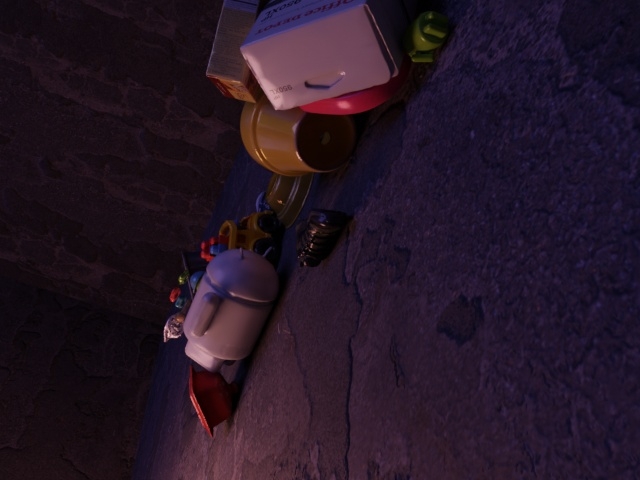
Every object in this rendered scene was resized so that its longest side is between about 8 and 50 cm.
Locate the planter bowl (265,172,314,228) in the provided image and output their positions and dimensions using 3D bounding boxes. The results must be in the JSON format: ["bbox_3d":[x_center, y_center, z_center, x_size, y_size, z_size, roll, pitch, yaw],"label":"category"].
[{"bbox_3d":[-0.102,-0.151,1.806,0.217,0.090,0.217,-57,20,34],"label":"planter bowl"}]

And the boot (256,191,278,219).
[{"bbox_3d":[-0.164,-0.095,2.001,0.086,0.069,0.189,-41,39,45],"label":"boot"}]

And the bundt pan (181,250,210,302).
[{"bbox_3d":[-0.332,0.180,1.910,0.331,0.124,0.330,167,90,-78],"label":"bundt pan"}]

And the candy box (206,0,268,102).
[{"bbox_3d":[-0.162,-0.490,1.399,0.183,0.088,0.316,23,-100,-86],"label":"candy box"}]

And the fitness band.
[{"bbox_3d":[0.063,-0.350,1.324,0.291,0.054,0.209,15,54,45],"label":"fitness band"}]

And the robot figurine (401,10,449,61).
[{"bbox_3d":[0.196,-0.386,1.169,0.115,0.067,0.101,159,121,-69],"label":"robot figurine"}]

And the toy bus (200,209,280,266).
[{"bbox_3d":[-0.240,0.010,1.818,0.149,0.212,0.220,128,148,-50],"label":"toy bus"}]

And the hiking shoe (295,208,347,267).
[{"bbox_3d":[0.000,0.000,1.343,0.227,0.086,0.114,145,130,-72],"label":"hiking shoe"}]

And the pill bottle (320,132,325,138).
[{"bbox_3d":[-0.055,-0.318,1.757,0.208,0.118,0.117,-34,35,36],"label":"pill bottle"}]

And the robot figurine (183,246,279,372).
[{"bbox_3d":[-0.233,0.171,1.639,0.353,0.200,0.300,-66,-17,16],"label":"robot figurine"}]

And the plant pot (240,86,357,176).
[{"bbox_3d":[-0.038,-0.267,1.513,0.239,0.254,0.253,35,104,57],"label":"plant pot"}]

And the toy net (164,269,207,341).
[{"bbox_3d":[-0.372,0.184,1.679,0.232,0.045,0.122,-66,-15,11],"label":"toy net"}]

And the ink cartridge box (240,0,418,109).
[{"bbox_3d":[0.037,-0.480,1.312,0.286,0.166,0.394,-10,43,28],"label":"ink cartridge box"}]

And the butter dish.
[{"bbox_3d":[-0.277,0.411,1.659,0.160,0.118,0.159,-130,22,-70],"label":"butter dish"}]

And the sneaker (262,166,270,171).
[{"bbox_3d":[-0.106,-0.304,1.950,0.319,0.112,0.131,-61,0,-36],"label":"sneaker"}]
